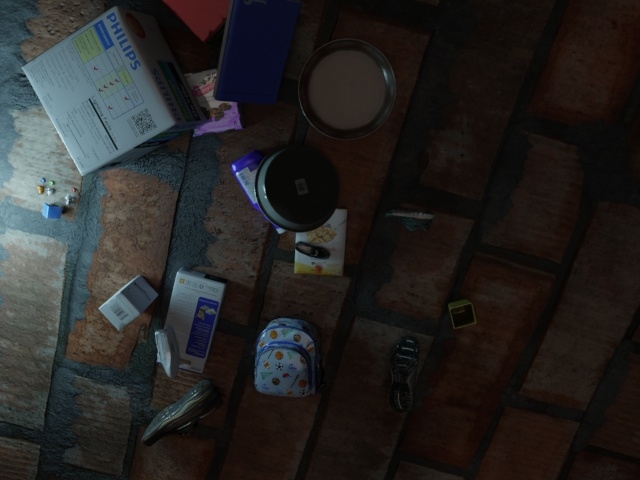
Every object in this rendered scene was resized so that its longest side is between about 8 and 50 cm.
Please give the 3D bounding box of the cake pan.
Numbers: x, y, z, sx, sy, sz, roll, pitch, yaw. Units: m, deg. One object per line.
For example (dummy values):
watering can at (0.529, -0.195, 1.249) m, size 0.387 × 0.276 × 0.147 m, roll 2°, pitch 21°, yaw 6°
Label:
cake pan at (-0.066, -0.173, 1.665) m, size 0.294 × 0.054 × 0.292 m, roll 1°, pitch 86°, yaw -19°

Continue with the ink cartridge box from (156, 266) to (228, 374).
ink cartridge box at (-0.463, 0.293, 1.858) m, size 0.176 × 0.069 × 0.370 m, roll 16°, pitch 103°, yaw -3°

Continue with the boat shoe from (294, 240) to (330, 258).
boat shoe at (-0.027, 0.036, 1.744) m, size 0.125 × 0.038 × 0.046 m, roll 22°, pitch 104°, yaw -3°

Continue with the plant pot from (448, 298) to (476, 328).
plant pot at (0.494, 0.251, 1.819) m, size 0.081 × 0.083 × 0.081 m, roll -15°, pitch 103°, yaw 5°

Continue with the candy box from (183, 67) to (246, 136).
candy box at (-0.342, -0.446, 1.654) m, size 0.165 × 0.070 × 0.196 m, roll -8°, pitch 105°, yaw 4°

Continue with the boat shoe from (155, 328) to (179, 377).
boat shoe at (-0.551, 0.402, 1.830) m, size 0.063 × 0.066 × 0.184 m, roll -2°, pitch 108°, yaw 17°

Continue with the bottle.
bottle at (-0.181, -0.158, 1.717) m, size 0.118 × 0.092 × 0.282 m, roll -29°, pitch 103°, yaw 8°

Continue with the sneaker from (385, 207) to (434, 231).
sneaker at (0.302, -0.067, 1.751) m, size 0.167 × 0.065 × 0.076 m, roll 6°, pitch 109°, yaw 1°

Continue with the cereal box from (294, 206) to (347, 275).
cereal box at (0.000, 0.000, 1.779) m, size 0.173 × 0.047 × 0.240 m, roll 2°, pitch 105°, yaw 0°

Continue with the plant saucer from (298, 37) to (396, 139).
plant saucer at (0.085, -0.480, 1.649) m, size 0.311 × 0.050 × 0.310 m, roll 0°, pitch 105°, yaw 2°

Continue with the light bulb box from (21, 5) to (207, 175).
light bulb box at (-0.604, -0.437, 1.545) m, size 0.361 × 0.225 × 0.357 m, roll -23°, pitch 100°, yaw 17°

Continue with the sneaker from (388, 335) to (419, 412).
sneaker at (0.305, 0.483, 1.887) m, size 0.100 × 0.108 × 0.271 m, roll 9°, pitch 90°, yaw 17°

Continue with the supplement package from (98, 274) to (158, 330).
supplement package at (-0.658, 0.211, 1.779) m, size 0.105 × 0.179 × 0.105 m, roll -37°, pitch 101°, yaw 10°

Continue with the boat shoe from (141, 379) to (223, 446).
boat shoe at (-0.516, 0.674, 1.928) m, size 0.355 × 0.132 × 0.130 m, roll -38°, pitch 101°, yaw 11°

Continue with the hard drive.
hard drive at (-0.191, -0.565, 1.530) m, size 0.210 × 0.040 × 0.318 m, roll -7°, pitch 131°, yaw -35°

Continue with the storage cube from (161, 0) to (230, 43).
storage cube at (-0.342, -0.715, 1.515) m, size 0.184 × 0.215 × 0.193 m, roll -43°, pitch 107°, yaw 10°

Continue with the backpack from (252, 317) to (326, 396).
backpack at (-0.118, 0.413, 1.820) m, size 0.277 × 0.213 × 0.263 m, roll 2°, pitch 94°, yaw 3°

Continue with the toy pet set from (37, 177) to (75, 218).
toy pet set at (-0.914, -0.138, 1.750) m, size 0.122 × 0.065 × 0.114 m, roll 16°, pitch 105°, yaw -3°
